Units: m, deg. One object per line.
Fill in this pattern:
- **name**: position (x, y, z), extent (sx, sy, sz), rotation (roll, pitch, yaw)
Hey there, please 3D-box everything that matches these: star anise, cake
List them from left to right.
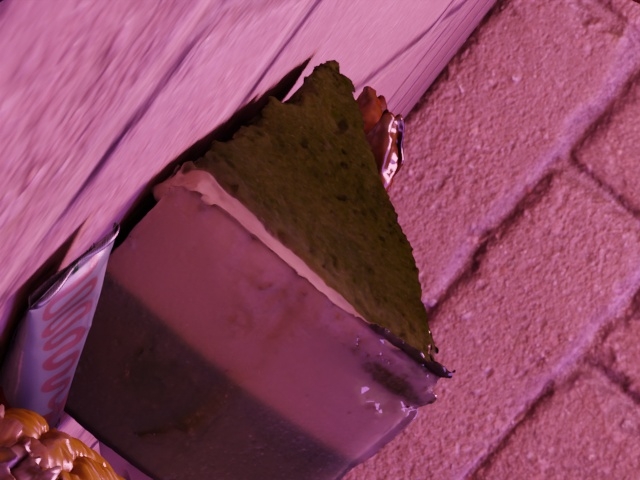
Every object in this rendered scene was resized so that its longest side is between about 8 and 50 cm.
- **cake**: position (-0.060, -0.010, 0.956), extent (0.158, 0.172, 0.283), rotation (-45, -146, 27)
- **star anise**: position (0.000, 0.000, 1.462), extent (0.288, 0.088, 0.288), rotation (-56, -161, 30)

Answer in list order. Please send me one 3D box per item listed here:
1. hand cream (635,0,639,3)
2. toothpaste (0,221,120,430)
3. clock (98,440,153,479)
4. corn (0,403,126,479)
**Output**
- **hand cream**: position (0.234, -0.236, 1.003), extent (0.230, 0.230, 0.149), rotation (-52, 179, 9)
- **toothpaste**: position (-0.131, 0.059, 0.806), extent (0.056, 0.036, 0.205), rotation (-48, 173, -34)
- **clock**: position (-0.050, 0.071, 1.252), extent (0.189, 0.189, 0.254), rotation (-49, 171, -49)
- **corn**: position (-0.129, 0.139, 0.780), extent (0.115, 0.115, 0.318), rotation (-51, 169, -8)
